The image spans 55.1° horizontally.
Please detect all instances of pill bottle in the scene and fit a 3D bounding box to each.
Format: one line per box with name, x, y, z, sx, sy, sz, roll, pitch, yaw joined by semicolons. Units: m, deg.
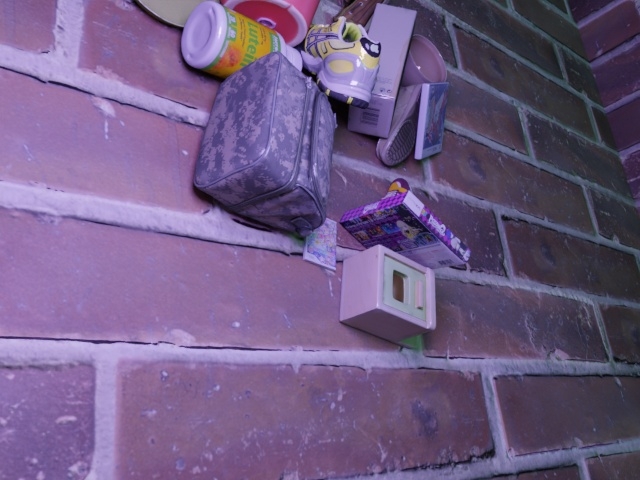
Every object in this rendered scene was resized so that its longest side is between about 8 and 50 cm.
pill bottle;-0.160;-0.403;1.315;0.246;0.136;0.136;8;64;-46

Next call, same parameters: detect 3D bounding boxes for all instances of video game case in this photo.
video game case;0.185;-0.009;1.376;0.210;0.232;0.041;40;62;-20
video game case;0.000;0.000;1.360;0.087;0.011;0.121;22;56;-34
video game case;0.311;-0.336;1.703;0.183;0.023;0.201;-28;125;-58

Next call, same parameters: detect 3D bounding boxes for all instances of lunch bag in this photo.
lunch bag;-0.081;-0.188;1.248;0.256;0.213;0.304;37;47;-42

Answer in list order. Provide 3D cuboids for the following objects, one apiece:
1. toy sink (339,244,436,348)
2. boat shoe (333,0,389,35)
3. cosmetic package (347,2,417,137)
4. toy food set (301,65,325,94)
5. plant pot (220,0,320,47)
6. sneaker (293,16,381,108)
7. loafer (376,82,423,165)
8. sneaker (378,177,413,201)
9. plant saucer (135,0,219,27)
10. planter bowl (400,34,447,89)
toy sink;0.173;0.131;1.369;0.234;0.131;0.152;26;55;-32
boat shoe;0.122;-0.679;1.736;0.104;0.111;0.307;40;48;-23
cosmetic package;0.158;-0.436;1.573;0.113;0.160;0.309;14;63;6
toy food set;-0.034;-0.413;1.521;0.192;0.038;0.132;12;55;-33
plant pot;-0.108;-0.588;1.389;0.275;0.275;0.243;20;68;-35
sneaker;0.043;-0.435;1.401;0.145;0.147;0.384;11;29;-33
loafer;0.210;-0.312;1.654;0.268;0.092;0.102;-61;139;-25
sneaker;0.179;-0.093;1.529;0.084;0.070;0.185;33;49;-34
plant saucer;-0.328;-0.551;1.310;0.241;0.037;0.240;21;57;-36
planter bowl;0.275;-0.502;1.791;0.162;0.109;0.161;20;58;-36
